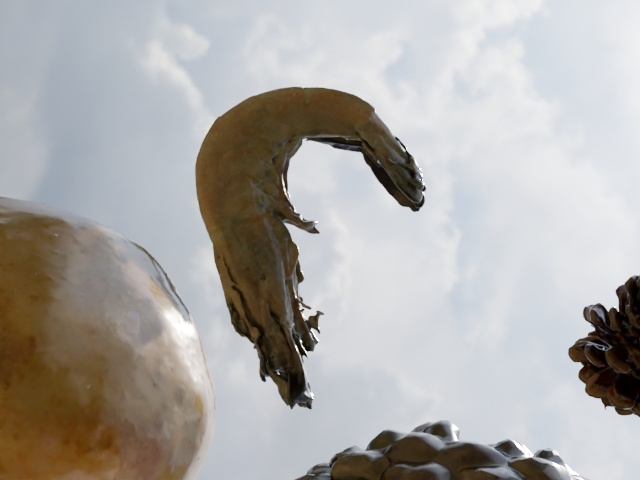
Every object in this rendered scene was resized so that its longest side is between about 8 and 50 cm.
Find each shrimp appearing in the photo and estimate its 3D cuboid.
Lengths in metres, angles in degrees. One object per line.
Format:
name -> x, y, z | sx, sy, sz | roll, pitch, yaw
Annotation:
shrimp -> 0.000, 0.000, 0.834 | 0.046, 0.152, 0.219 | 75, 3, -75

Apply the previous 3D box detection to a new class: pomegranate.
pomegranate -> -0.150, 0.075, 0.618 | 0.207, 0.207, 0.207 | -34, -133, 47

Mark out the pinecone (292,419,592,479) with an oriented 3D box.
pinecone -> 0.046, 0.170, 0.437 | 0.184, 0.179, 0.205 | 142, -40, -74

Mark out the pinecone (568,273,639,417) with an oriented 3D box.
pinecone -> 0.227, 0.064, 0.841 | 0.109, 0.102, 0.102 | -51, -143, 30
